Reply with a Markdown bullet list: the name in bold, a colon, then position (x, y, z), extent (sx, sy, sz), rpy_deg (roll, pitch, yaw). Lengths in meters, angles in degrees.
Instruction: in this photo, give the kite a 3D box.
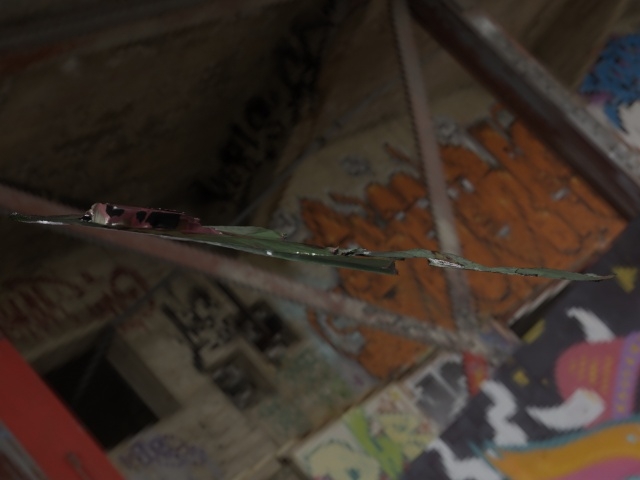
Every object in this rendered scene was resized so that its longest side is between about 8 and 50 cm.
- **kite**: position (0.000, 0.002, 0.574), extent (0.229, 0.250, 0.012), rpy_deg (-159, 77, -78)
